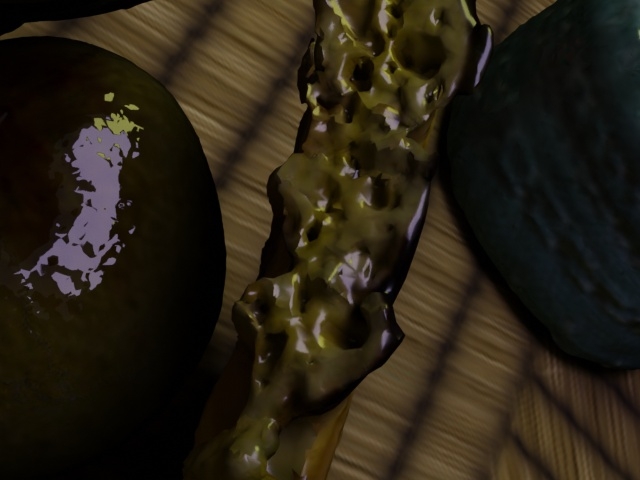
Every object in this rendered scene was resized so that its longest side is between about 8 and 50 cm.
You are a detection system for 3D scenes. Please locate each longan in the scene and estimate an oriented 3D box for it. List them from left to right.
[{"bbox_3d":[-0.107,0.002,0.673,0.176,0.145,0.154,76,10,-58],"label":"longan"}]

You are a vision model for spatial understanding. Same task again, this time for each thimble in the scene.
[{"bbox_3d":[0.178,-0.054,1.094,0.198,0.143,0.235,27,42,-37],"label":"thimble"}]

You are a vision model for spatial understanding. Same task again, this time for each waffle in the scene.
[{"bbox_3d":[0.003,0.001,0.698,0.060,0.311,0.307,16,14,-1],"label":"waffle"}]

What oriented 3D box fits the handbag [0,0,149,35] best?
[{"bbox_3d":[-0.125,-0.125,0.719,0.211,0.254,0.088,-40,130,-54],"label":"handbag"}]
